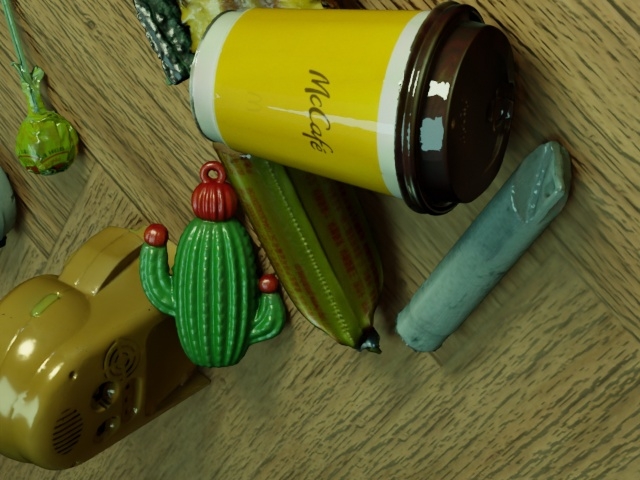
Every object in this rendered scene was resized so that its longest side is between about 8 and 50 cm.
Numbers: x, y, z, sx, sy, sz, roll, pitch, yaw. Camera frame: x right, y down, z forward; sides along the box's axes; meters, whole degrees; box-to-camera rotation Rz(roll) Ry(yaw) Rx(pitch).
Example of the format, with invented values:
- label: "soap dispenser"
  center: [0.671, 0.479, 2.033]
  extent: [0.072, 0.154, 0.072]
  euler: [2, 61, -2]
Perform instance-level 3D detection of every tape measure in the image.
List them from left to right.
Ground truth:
- label: "tape measure"
  center: [-0.493, -0.136, 2.109]
  extent: [0.164, 0.084, 0.330]
  euler: [21, 131, 34]

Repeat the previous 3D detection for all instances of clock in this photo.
- label: "clock"
  center: [-0.296, 0.145, 1.916]
  extent: [0.200, 0.317, 0.244]
  euler: [24, 131, 26]

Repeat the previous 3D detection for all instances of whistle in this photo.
- label: "whistle"
  center: [0.162, 0.014, 1.540]
  extent: [0.062, 0.062, 0.312]
  euler: [48, 141, 11]

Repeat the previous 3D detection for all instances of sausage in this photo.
- label: "sausage"
  center: [0.001, 0.000, 1.644]
  extent: [0.317, 0.117, 0.125]
  euler: [64, 170, -25]

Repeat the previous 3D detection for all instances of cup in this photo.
- label: "cup"
  center: [0.030, -0.134, 1.435]
  extent: [0.280, 0.196, 0.196]
  euler: [12, 125, 24]

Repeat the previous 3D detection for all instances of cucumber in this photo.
- label: "cucumber"
  center: [-0.169, -0.261, 1.688]
  extent: [0.193, 0.086, 0.115]
  euler: [58, -175, 5]

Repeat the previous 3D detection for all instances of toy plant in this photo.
- label: "toy plant"
  center: [-0.137, 0.037, 1.831]
  extent: [0.155, 0.088, 0.240]
  euler: [-22, 106, 12]

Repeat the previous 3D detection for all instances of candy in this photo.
- label: "candy"
  center: [-0.371, -0.210, 1.959]
  extent: [0.073, 0.077, 0.262]
  euler: [8, 114, 69]

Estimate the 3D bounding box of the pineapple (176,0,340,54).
- label: "pineapple"
  center: [-0.053, -0.245, 1.573]
  extent: [0.225, 0.076, 0.225]
  euler: [19, 127, 27]
